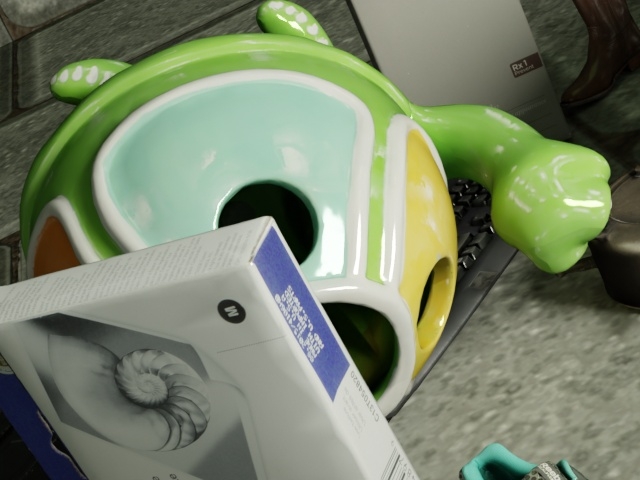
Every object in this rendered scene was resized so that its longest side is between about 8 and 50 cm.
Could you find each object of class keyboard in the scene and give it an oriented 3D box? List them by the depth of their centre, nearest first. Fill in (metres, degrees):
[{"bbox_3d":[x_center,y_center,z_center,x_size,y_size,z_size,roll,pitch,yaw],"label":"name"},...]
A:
[{"bbox_3d":[0.035,0.036,1.184,0.202,0.033,0.317,-9,25,37],"label":"keyboard"}]

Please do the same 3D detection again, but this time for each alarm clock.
[{"bbox_3d":[0.246,-0.023,1.045,0.192,0.064,0.129,-29,21,-17],"label":"alarm clock"}]

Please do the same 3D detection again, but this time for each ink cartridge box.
[{"bbox_3d":[-0.075,0.106,0.869,0.224,0.223,0.045,-14,30,29],"label":"ink cartridge box"}]

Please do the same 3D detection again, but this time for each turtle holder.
[{"bbox_3d":[-0.011,0.015,0.999,0.320,0.243,0.227,8,30,-24],"label":"turtle holder"}]

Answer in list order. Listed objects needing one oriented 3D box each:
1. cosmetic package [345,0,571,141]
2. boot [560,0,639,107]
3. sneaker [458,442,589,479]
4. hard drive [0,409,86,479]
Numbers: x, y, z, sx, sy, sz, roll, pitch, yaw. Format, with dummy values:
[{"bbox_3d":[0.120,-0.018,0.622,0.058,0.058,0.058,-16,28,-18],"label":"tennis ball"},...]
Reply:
[{"bbox_3d":[0.094,-0.172,1.316,0.127,0.238,0.107,-25,21,3],"label":"cosmetic package"},{"bbox_3d":[0.215,-0.178,1.366,0.106,0.114,0.037,-38,24,-30],"label":"boot"},{"bbox_3d":[0.119,0.140,0.776,0.065,0.076,0.166,-37,24,-25],"label":"sneaker"},{"bbox_3d":[-0.289,0.215,1.078,0.237,0.064,0.339,-12,24,32],"label":"hard drive"}]
